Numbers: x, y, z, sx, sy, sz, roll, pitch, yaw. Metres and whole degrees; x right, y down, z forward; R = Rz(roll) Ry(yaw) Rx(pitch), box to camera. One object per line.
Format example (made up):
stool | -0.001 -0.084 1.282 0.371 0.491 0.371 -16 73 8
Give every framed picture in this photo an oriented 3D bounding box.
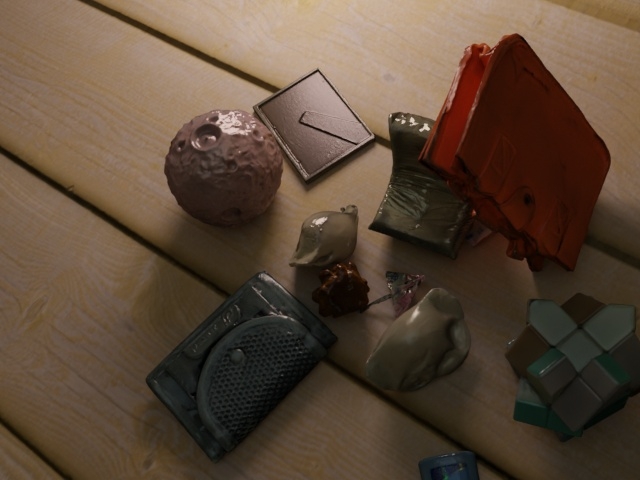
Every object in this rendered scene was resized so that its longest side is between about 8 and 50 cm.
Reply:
framed picture | -0.018 -0.272 1.818 0.192 0.018 0.265 -32 60 -3

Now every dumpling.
dumpling | -0.003 -0.001 1.629 0.181 0.155 0.111 -15 90 -34
dumpling | 0.191 0.205 1.481 0.229 0.124 0.151 -42 98 -3

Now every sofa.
sofa | 0.213 -0.115 1.556 0.210 0.226 0.176 22 54 22

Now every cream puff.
cream puff | 0.041 0.102 1.572 0.115 0.094 0.122 23 85 -8

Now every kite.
kite | 0.144 0.108 1.566 0.156 0.011 0.139 -30 36 19

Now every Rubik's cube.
Rubik's cube | 0.428 0.210 1.351 0.265 0.213 0.224 -32 62 0

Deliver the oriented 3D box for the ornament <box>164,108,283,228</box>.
ornament | -0.208 -0.162 1.692 0.259 0.225 0.260 -6 64 12

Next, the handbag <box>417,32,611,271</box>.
handbag | 0.372 -0.151 1.439 0.116 0.410 0.304 0 60 48

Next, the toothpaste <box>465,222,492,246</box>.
toothpaste | 0.377 -0.053 1.602 0.190 0.031 0.048 -34 48 -1

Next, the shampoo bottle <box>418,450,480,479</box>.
shampoo bottle | 0.241 0.499 1.340 0.103 0.061 0.259 -13 62 9

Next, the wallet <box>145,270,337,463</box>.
wallet | -0.161 0.240 1.568 0.342 0.075 0.237 -44 65 -10
